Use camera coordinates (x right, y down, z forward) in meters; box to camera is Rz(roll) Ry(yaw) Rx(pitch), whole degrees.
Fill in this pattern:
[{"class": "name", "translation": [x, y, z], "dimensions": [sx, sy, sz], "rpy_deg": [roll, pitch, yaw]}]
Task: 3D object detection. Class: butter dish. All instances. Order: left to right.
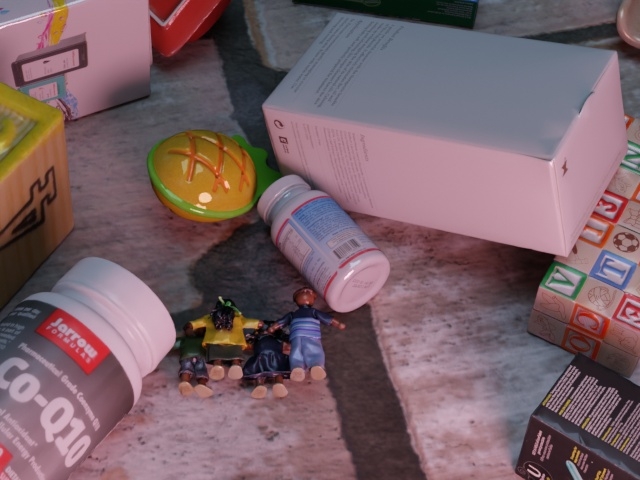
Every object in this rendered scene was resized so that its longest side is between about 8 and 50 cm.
[{"class": "butter dish", "translation": [-0.170, -0.326, 1.976], "dimensions": [0.160, 0.118, 0.160], "rpy_deg": [-50, 64, 12]}]

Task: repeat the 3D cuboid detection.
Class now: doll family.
[{"class": "doll family", "translation": [-0.072, 0.107, 1.663], "dimensions": [0.193, 0.076, 0.111], "rpy_deg": [4, 47, -7]}]

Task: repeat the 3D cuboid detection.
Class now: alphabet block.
[{"class": "alphabet block", "translation": [-0.402, -0.055, 1.684], "dimensions": [0.192, 0.197, 0.193], "rpy_deg": [24, 54, 15]}]

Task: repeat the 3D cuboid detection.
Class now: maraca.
[{"class": "maraca", "translation": [-0.121, -0.077, 1.791], "dimensions": [0.186, 0.099, 0.127], "rpy_deg": [-11, 60, -44]}]

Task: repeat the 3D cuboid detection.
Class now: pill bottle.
[{"class": "pill bottle", "translation": [-0.284, 0.155, 1.548], "dimensions": [0.161, 0.161, 0.283], "rpy_deg": [29, 56, 18]}, {"class": "pill bottle", "translation": [0.000, 0.000, 1.739], "dimensions": [0.087, 0.087, 0.160], "rpy_deg": [-28, 58, -24]}]

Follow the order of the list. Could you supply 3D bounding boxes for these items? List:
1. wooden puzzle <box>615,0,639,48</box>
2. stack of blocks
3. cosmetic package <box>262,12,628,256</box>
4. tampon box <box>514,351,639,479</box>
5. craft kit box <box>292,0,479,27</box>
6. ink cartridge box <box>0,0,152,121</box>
[{"class": "wooden puzzle", "translation": [0.598, -0.335, 2.038], "dimensions": [0.348, 0.080, 0.322], "rpy_deg": [23, 53, 8]}, {"class": "stack of blocks", "translation": [0.340, -0.006, 1.768], "dimensions": [0.171, 0.087, 0.297], "rpy_deg": [24, 54, 15]}, {"class": "cosmetic package", "translation": [0.143, -0.129, 1.748], "dimensions": [0.366, 0.155, 0.197], "rpy_deg": [15, 50, 29]}, {"class": "tampon box", "translation": [0.299, 0.216, 1.567], "dimensions": [0.161, 0.120, 0.101], "rpy_deg": [31, 56, 19]}, {"class": "craft kit box", "translation": [0.101, -0.407, 2.094], "dimensions": [0.250, 0.061, 0.246], "rpy_deg": [9, 54, 3]}, {"class": "ink cartridge box", "translation": [-0.365, -0.266, 1.854], "dimensions": [0.270, 0.197, 0.198], "rpy_deg": [-21, 56, -20]}]
